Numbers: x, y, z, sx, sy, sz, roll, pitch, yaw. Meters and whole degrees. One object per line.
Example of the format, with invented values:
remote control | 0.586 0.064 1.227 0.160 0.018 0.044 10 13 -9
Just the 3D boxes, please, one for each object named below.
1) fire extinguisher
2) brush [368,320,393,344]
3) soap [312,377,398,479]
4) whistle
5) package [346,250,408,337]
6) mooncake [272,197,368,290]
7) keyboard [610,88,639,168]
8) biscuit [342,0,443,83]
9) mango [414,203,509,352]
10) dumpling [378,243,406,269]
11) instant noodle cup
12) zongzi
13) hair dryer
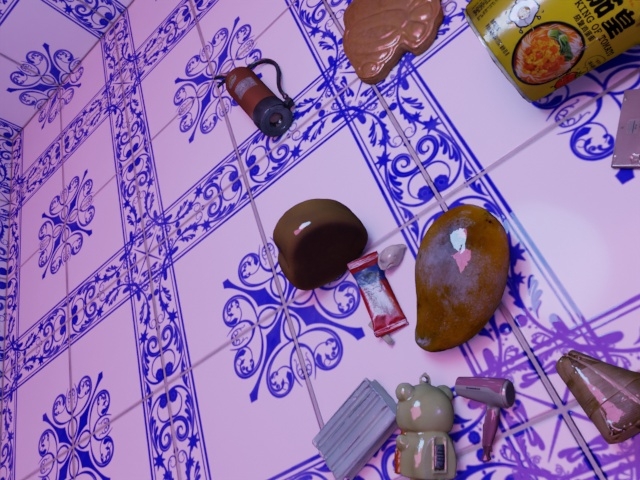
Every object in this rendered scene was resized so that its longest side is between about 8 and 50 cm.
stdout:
fire extinguisher | -0.199 -0.489 1.600 0.200 0.113 0.376 -23 50 -22
brush | 0.140 0.213 1.122 0.016 0.013 0.083 -53 43 2
soap | 0.082 0.411 1.056 0.198 0.063 0.114 -51 50 10
whistle | 0.201 0.404 0.940 0.106 0.131 0.289 155 122 -62
package | 0.131 0.123 1.144 0.083 0.022 0.201 -23 61 4
mooncake | 0.000 0.000 1.179 0.235 0.234 0.117 -50 48 10
keyboard | 0.605 -0.216 0.936 0.055 0.017 0.166 7 77 43
biscuit | 0.195 -0.619 1.369 0.311 0.057 0.352 -10 67 35
mango | 0.274 0.081 0.989 0.192 0.146 0.317 20 92 47
dumpling | 0.164 0.035 1.154 0.059 0.043 0.077 33 99 59
instant noodle cup | 0.458 -0.449 0.958 0.254 0.325 0.326 -35 55 31
zongzi | 0.507 0.228 0.807 0.176 0.078 0.160 -34 55 10
hair dryer | 0.313 0.340 0.926 0.106 0.054 0.154 -9 72 39
